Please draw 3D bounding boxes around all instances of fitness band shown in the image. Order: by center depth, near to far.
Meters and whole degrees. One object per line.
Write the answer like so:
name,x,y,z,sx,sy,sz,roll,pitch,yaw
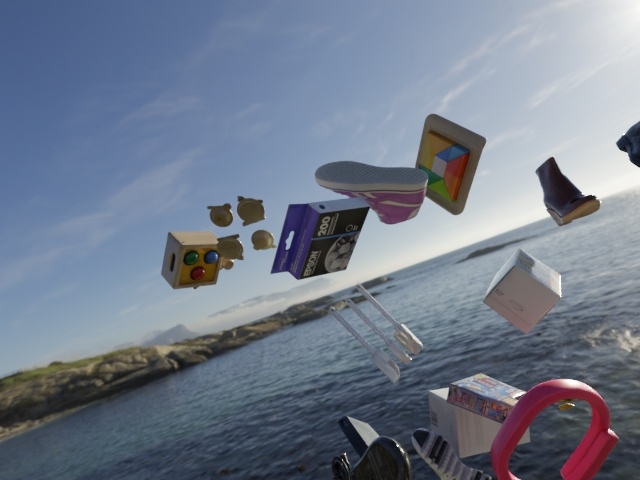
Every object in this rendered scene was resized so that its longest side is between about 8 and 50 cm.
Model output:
fitness band,0.493,0.431,0.893,0.208,0.291,0.054,22,14,-2

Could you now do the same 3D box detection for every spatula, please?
spatula,0.145,0.230,1.082,0.168,0.242,0.019,-35,-16,-40

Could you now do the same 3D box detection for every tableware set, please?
tableware set,-0.184,-0.026,0.969,0.140,0.169,0.020,-7,30,8

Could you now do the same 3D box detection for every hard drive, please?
hard drive,0.186,0.798,1.645,0.054,0.172,0.254,-57,29,0

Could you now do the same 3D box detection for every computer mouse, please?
computer mouse,0.128,0.535,0.940,0.072,0.189,0.272,11,-51,-28

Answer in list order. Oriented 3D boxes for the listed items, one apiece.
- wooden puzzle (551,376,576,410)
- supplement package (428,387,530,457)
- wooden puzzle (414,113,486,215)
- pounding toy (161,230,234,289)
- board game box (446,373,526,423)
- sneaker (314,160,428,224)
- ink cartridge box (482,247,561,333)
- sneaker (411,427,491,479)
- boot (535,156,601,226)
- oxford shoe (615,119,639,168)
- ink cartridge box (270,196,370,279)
wooden puzzle,0.780,0.500,1.355,0.078,0.116,0.014,-38,-4,43
supplement package,0.561,0.624,1.484,0.292,0.178,0.175,-2,-4,-17
wooden puzzle,0.359,-0.223,1.227,0.044,0.221,0.239,-13,-50,-29
pounding toy,-0.315,0.075,1.142,0.206,0.181,0.094,-2,26,-45
board game box,0.499,0.458,1.190,0.194,0.060,0.194,5,7,-42
sneaker,0.123,-0.109,1.076,0.281,0.102,0.161,9,-43,8
ink cartridge box,0.511,0.122,1.055,0.176,0.128,0.127,-26,-30,-58
sneaker,0.406,0.732,1.330,0.110,0.292,0.118,-32,-30,-41
boot,0.732,-0.159,1.266,0.090,0.207,0.248,-18,-11,6
oxford shoe,0.658,-0.184,0.807,0.227,0.082,0.096,-75,6,-52
ink cartridge box,0.000,0.000,0.979,0.208,0.045,0.206,-9,-47,-33
